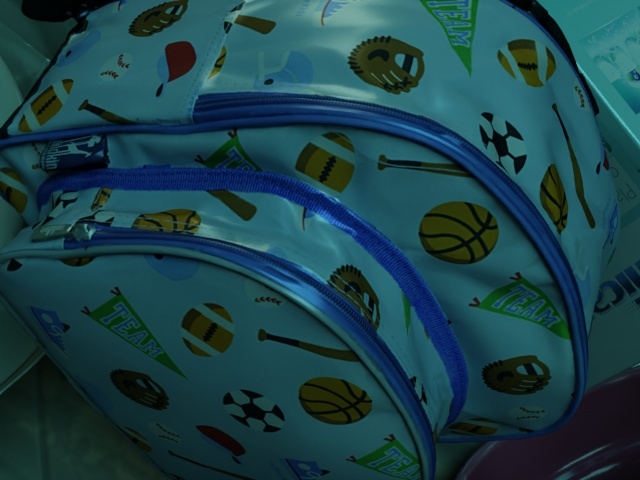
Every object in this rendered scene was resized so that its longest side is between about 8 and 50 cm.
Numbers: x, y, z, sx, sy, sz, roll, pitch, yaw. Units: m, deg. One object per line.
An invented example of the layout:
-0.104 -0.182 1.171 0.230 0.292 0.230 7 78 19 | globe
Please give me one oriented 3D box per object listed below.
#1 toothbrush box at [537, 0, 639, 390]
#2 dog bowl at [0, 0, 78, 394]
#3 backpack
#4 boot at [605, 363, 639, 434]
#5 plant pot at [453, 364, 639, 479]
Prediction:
0.129 -0.071 0.646 0.126 0.216 0.295 -32 82 -31 | toothbrush box
-0.287 -0.034 0.599 0.348 0.102 0.349 6 68 -15 | dog bowl
0.000 0.000 0.513 0.276 0.263 0.213 54 37 -40 | backpack
0.245 0.112 0.738 0.118 0.042 0.087 40 70 3 | boot
0.200 0.184 0.620 0.201 0.201 0.180 -27 95 -24 | plant pot
